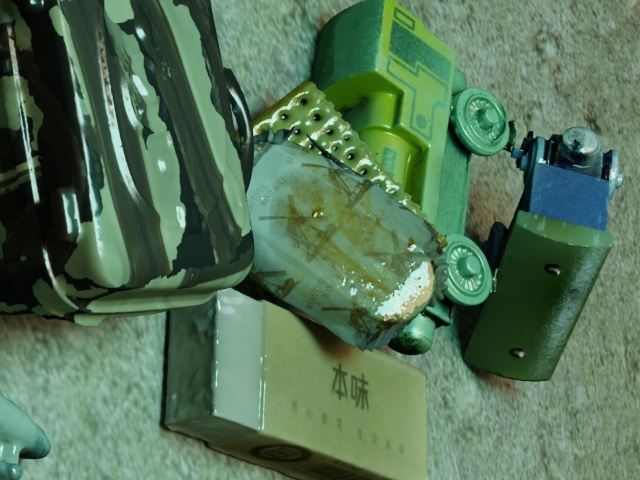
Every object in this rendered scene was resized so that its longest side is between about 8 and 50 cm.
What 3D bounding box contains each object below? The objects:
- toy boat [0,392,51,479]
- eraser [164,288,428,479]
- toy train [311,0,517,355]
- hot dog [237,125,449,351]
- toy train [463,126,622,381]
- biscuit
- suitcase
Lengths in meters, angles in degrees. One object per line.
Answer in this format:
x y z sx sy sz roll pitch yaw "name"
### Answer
-0.290 0.169 1.420 0.208 0.079 0.134 37 52 -43 "toy boat"
-0.016 0.160 1.792 0.343 0.078 0.144 26 56 -46 "eraser"
0.086 -0.061 1.968 0.237 0.150 0.368 31 54 -33 "toy train"
0.000 0.000 1.784 0.270 0.082 0.162 36 68 1 "hot dog"
0.263 0.014 2.072 0.299 0.131 0.202 104 -1 -49 "toy train"
0.015 -0.048 1.850 0.139 0.016 0.231 -39 88 -20 "biscuit"
-0.190 -0.099 1.563 0.339 0.194 0.351 -1 80 -60 "suitcase"
